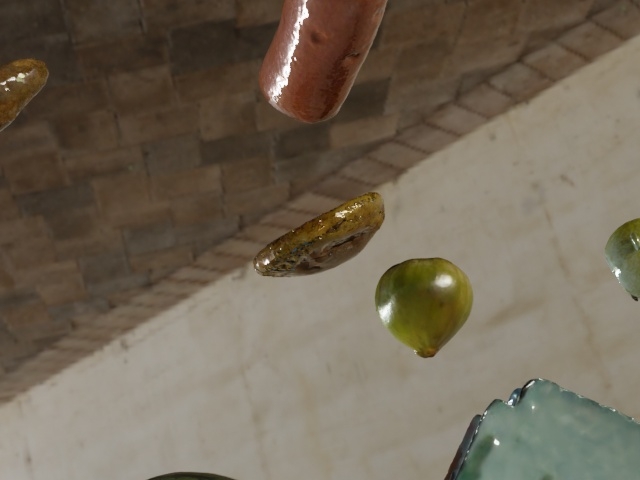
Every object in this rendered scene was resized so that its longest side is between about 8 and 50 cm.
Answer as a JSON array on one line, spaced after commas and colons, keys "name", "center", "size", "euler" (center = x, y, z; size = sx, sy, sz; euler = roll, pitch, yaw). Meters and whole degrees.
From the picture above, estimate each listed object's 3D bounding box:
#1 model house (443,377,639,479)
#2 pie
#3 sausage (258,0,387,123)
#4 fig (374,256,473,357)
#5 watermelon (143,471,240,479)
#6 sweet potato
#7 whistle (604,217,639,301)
[{"name": "model house", "center": [0.239, 0.324, 1.271], "size": [0.252, 0.295, 0.329], "euler": [25, 168, 1]}, {"name": "pie", "center": [0.001, 0.001, 1.969], "size": [0.273, 0.069, 0.273], "euler": [-26, 164, -8]}, {"name": "sausage", "center": [0.007, -0.244, 1.277], "size": [0.113, 0.113, 0.259], "euler": [-8, 153, -21]}, {"name": "fig", "center": [0.148, 0.084, 1.576], "size": [0.136, 0.121, 0.153], "euler": [-6, 136, 28]}, {"name": "watermelon", "center": [-0.194, 0.484, 1.663], "size": [0.359, 0.279, 0.279], "euler": [8, 165, 15]}, {"name": "sweet potato", "center": [-0.411, -0.114, 1.122], "size": [0.292, 0.097, 0.097], "euler": [-24, 164, -23]}, {"name": "whistle", "center": [0.493, 0.039, 1.639], "size": [0.123, 0.123, 0.223], "euler": [-23, 146, 19]}]
